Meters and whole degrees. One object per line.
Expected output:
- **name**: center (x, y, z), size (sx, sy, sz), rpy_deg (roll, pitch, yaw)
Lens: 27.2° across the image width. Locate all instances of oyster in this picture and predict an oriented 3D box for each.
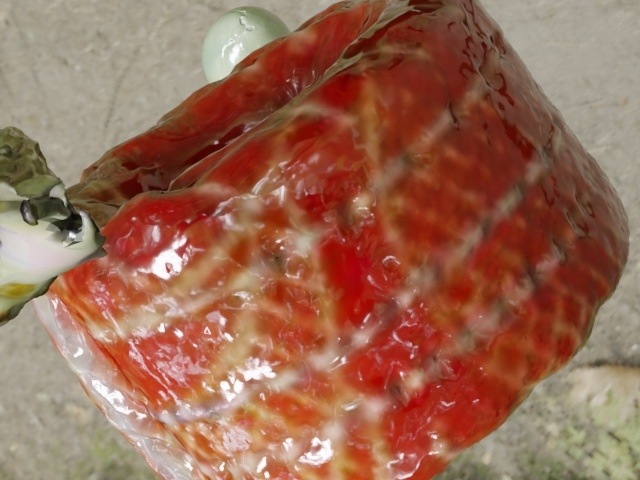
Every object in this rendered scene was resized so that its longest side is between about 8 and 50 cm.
- **oyster**: center (-0.156, 0.006, 0.494), size (0.072, 0.209, 0.133), rpy_deg (46, 135, 13)

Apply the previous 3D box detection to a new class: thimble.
- **thimble**: center (0.000, 0.000, 0.847), size (0.350, 0.350, 0.230), rpy_deg (-21, 108, 41)

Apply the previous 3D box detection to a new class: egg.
- **egg**: center (-0.084, -0.218, 1.568), size (0.114, 0.114, 0.152), rpy_deg (38, 168, 14)
